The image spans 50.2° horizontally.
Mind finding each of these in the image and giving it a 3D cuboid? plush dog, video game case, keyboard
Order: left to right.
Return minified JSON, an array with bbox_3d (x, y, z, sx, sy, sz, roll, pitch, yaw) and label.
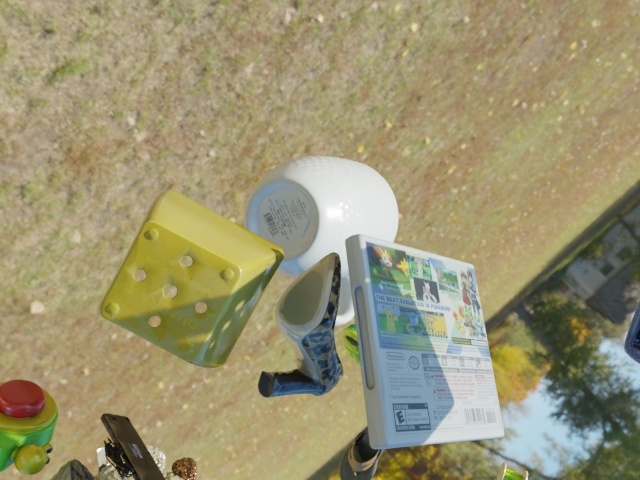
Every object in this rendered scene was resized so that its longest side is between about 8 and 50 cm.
[{"bbox_3d":[-0.339,0.379,1.193,0.038,0.192,0.100,-51,142,2],"label":"keyboard"},{"bbox_3d":[-0.378,0.560,1.467,0.210,0.226,0.262,65,31,-54],"label":"plush dog"},{"bbox_3d":[0.168,0.160,1.058,0.036,0.299,0.329,-21,157,38],"label":"video game case"}]

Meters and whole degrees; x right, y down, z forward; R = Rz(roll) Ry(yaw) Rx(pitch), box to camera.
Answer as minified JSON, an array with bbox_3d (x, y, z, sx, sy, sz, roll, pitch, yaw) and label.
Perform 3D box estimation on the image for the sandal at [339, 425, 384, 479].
[{"bbox_3d":[0.110,0.505,1.625,0.219,0.090,0.060,-56,158,15],"label":"sandal"}]

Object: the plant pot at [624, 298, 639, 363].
[{"bbox_3d":[0.550,0.092,0.821,0.236,0.212,0.235,-125,-129,-77],"label":"plant pot"}]

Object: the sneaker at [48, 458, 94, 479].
[{"bbox_3d":[-0.334,0.414,0.862,0.122,0.110,0.283,-33,-153,-4],"label":"sneaker"}]

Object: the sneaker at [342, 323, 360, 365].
[{"bbox_3d":[0.186,0.221,1.399,0.109,0.296,0.123,115,-11,-56],"label":"sneaker"}]

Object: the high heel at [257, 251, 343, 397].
[{"bbox_3d":[0.010,0.140,1.125,0.186,0.093,0.261,9,109,-51],"label":"high heel"}]

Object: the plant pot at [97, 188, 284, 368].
[{"bbox_3d":[-0.194,0.061,0.971,0.212,0.212,0.187,-62,-178,1],"label":"plant pot"}]

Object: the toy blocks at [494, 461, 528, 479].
[{"bbox_3d":[0.476,0.586,1.576,0.054,0.148,0.123,-56,162,-52],"label":"toy blocks"}]

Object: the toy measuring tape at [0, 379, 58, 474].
[{"bbox_3d":[-0.488,0.234,1.035,0.121,0.330,0.121,-30,139,-31],"label":"toy measuring tape"}]

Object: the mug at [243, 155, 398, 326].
[{"bbox_3d":[0.000,0.000,1.467,0.277,0.373,0.328,-14,177,23],"label":"mug"}]
